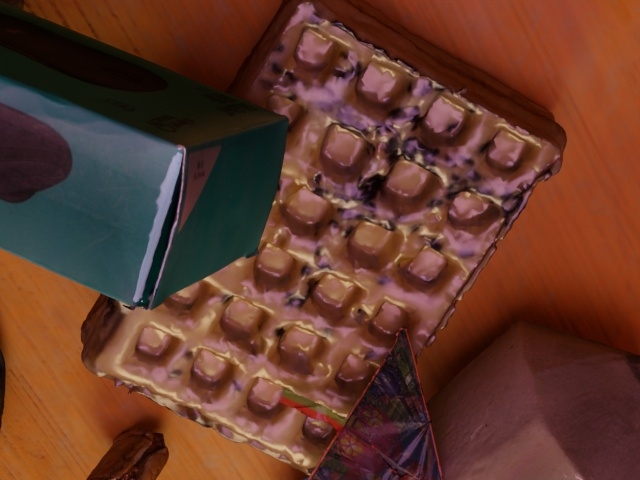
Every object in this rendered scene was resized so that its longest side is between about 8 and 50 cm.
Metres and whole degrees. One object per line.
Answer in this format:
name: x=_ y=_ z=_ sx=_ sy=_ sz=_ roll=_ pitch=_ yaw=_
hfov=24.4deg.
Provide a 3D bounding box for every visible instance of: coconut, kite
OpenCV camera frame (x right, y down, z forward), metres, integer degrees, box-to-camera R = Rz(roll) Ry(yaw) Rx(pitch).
coconut: x=0.199 y=0.183 z=1.221 sx=0.241 sy=0.241 sz=0.241 roll=1 pitch=115 yaw=2
kite: x=0.035 y=0.161 z=1.180 sx=0.159 sy=0.010 sz=0.190 roll=35 pitch=98 yaw=13

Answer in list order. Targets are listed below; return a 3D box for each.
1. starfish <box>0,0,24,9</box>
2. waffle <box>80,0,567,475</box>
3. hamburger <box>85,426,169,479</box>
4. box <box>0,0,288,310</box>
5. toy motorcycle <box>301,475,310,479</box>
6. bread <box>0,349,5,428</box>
starfish: x=-0.293 y=-0.139 z=1.181 sx=0.150 sy=0.053 sz=0.209 roll=39 pitch=109 yaw=-19
waffle: x=0.000 y=0.000 z=1.198 sx=0.261 sy=0.114 sz=0.376 roll=30 pitch=113 yaw=-10
hamburger: x=-0.172 y=0.205 z=1.317 sx=0.044 sy=0.083 sz=0.076 roll=49 pitch=142 yaw=-12
box: x=-0.199 y=-0.079 z=1.038 sx=0.311 sy=0.205 sz=0.118 roll=23 pitch=109 yaw=14
toy motorcycle: x=0.036 y=0.297 z=1.276 sx=0.123 sy=0.272 sz=0.182 roll=-30 pitch=107 yaw=-18
bread: x=-0.359 y=0.133 z=1.250 sx=0.158 sy=0.156 sz=0.261 roll=-13 pitch=131 yaw=9
